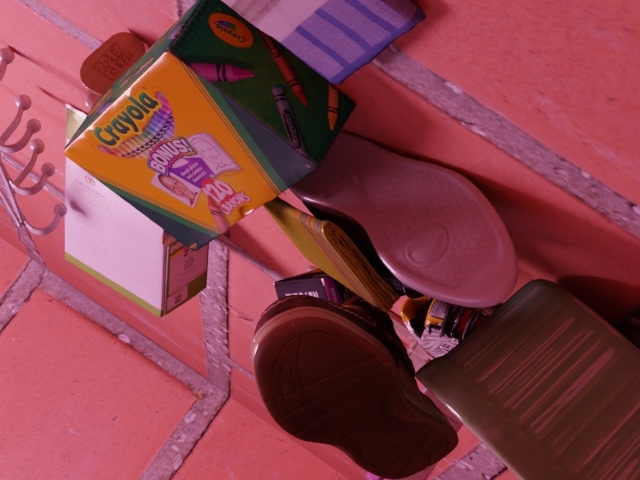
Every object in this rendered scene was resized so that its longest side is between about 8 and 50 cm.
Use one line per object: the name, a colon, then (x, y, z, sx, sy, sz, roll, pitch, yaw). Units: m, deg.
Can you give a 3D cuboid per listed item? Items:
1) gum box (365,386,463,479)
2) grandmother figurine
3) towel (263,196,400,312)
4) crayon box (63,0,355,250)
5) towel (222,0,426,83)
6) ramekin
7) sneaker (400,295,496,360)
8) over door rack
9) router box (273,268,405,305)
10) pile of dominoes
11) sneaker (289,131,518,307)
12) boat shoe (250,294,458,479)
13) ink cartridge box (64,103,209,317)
gum box: (0.129, 0.230, 2.061, 0.062, 0.188, 0.107, 35, 167, 4)
grandmother figurine: (-0.174, -0.102, 1.854, 0.208, 0.104, 0.342, 40, 167, 21)
towel: (0.000, 0.000, 1.578, 0.102, 0.021, 0.237, 52, 173, -20)
crayon box: (-0.108, -0.102, 1.551, 0.165, 0.081, 0.278, 37, 151, -13)
towel: (-0.066, -0.227, 1.261, 0.285, 0.034, 0.209, 35, 165, -9)
ramekin: (0.244, 0.174, 1.527, 0.303, 0.148, 0.303, 44, 179, 1)
sneaker: (0.153, 0.102, 1.767, 0.092, 0.088, 0.225, 42, 165, -24)
over door rack: (-0.449, -0.184, 2.214, 0.324, 0.108, 0.239, 45, 161, 22)
router box: (0.041, 0.043, 1.744, 0.179, 0.133, 0.046, 170, 84, -72)
pile of dominoes: (0.055, 0.105, 2.200, 0.196, 0.040, 0.251, 35, 159, 4)
sneaker: (0.099, 0.004, 1.524, 0.295, 0.104, 0.147, 33, 171, 47)
boat shoe: (0.024, 0.117, 1.596, 0.342, 0.123, 0.123, 40, -156, -53)
ink cartridge box: (-0.242, -0.054, 2.245, 0.188, 0.097, 0.255, 29, 132, 27)
